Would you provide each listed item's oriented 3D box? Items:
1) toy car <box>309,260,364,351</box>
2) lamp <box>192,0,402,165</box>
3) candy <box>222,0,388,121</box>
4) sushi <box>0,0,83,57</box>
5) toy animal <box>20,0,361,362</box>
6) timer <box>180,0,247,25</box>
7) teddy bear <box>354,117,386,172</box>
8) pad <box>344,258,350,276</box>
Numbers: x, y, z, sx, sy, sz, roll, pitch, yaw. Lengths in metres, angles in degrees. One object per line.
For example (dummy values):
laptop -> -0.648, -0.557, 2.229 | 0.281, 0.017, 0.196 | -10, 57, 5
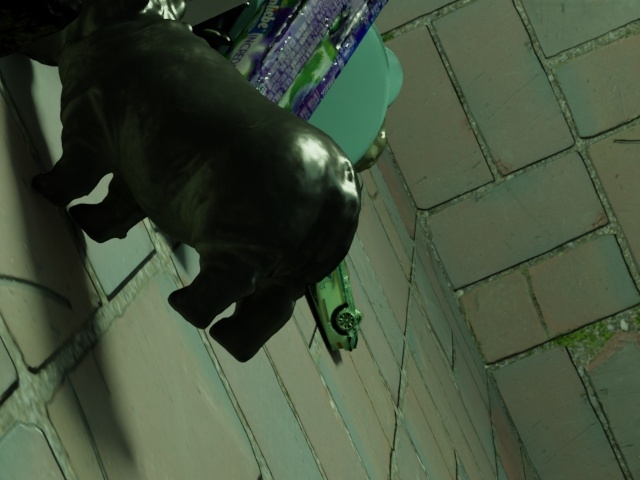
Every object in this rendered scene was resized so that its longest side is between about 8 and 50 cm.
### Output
toy car -> 0.008, 0.036, 1.789 | 0.093, 0.058, 0.186 | -8, 87, -82
lamp -> -0.054, -0.161, 1.486 | 0.147, 0.209, 0.284 | 24, -9, 43
candy -> -0.041, -0.136, 1.339 | 0.312, 0.061, 0.088 | -56, 132, -29
sushi -> -0.207, -0.213, 0.870 | 0.127, 0.124, 0.225 | 52, 22, -59
toy animal -> -0.110, -0.084, 1.014 | 0.343, 0.168, 0.106 | 55, 4, 29
timer -> -0.143, -0.288, 1.237 | 0.195, 0.194, 0.192 | 50, 18, -67
teddy bear -> -0.038, -0.239, 1.763 | 0.367, 0.225, 0.357 | -36, 120, -83
pad -> 0.000, 0.000, 2.030 | 0.266, 0.002, 0.176 | -84, 149, -74
